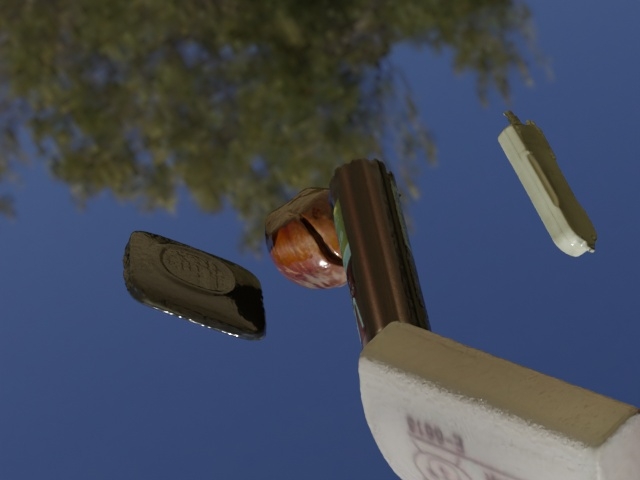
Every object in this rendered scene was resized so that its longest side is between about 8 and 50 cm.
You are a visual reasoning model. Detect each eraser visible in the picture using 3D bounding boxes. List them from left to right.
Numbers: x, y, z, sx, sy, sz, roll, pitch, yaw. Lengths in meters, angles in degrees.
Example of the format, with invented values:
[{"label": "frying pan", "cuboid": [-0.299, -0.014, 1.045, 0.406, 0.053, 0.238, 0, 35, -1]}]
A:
[{"label": "eraser", "cuboid": [0.164, 0.174, 1.611, 0.270, 0.174, 0.095, 18, -128, 45]}]

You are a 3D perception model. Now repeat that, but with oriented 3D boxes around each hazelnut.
[{"label": "hazelnut", "cuboid": [0.000, 0.000, 2.692, 0.154, 0.143, 0.143, -25, -155, 34]}]

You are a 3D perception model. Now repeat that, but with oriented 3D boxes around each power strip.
[{"label": "power strip", "cuboid": [0.234, -0.061, 2.058, 0.030, 0.047, 0.191, -46, -123, 34]}]

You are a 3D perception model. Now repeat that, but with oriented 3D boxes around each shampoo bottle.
[{"label": "shampoo bottle", "cuboid": [0.073, 0.065, 2.181, 0.084, 0.129, 0.323, -9, -128, -3]}]

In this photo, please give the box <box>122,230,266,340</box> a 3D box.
[{"label": "box", "cuboid": [-0.165, 0.057, 2.628, 0.212, 0.201, 0.042, -98, -152, -66]}]
